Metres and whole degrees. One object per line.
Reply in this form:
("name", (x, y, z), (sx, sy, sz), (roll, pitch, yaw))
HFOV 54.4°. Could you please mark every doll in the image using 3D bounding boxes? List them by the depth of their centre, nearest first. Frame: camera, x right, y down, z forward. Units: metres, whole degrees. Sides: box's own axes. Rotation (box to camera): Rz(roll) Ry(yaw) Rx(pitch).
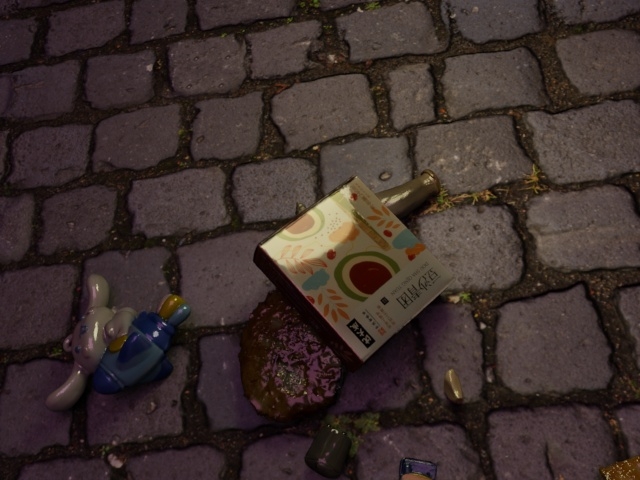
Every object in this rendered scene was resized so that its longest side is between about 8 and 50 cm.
("doll", (-0.537, 0.272, 1.659), (0.366, 0.187, 0.375), (-1, 81, 18))

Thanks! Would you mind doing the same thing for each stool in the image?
("stool", (0.021, 0.507, 1.493), (0.096, 0.096, 0.110), (20, 63, 19))

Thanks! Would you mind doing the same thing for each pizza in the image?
("pizza", (0.703, 0.546, 1.348), (0.197, 0.058, 0.292), (12, 46, 30))

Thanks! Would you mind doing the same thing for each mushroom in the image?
("mushroom", (0.224, -0.114, 1.769), (0.247, 0.108, 0.096), (-26, 103, -1))

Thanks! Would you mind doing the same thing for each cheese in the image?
("cheese", (0.208, 0.633, 1.407), (0.177, 0.069, 0.270), (6, 63, 13))

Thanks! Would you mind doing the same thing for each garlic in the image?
("garlic", (0.329, 0.365, 1.529), (0.041, 0.053, 0.083), (-5, 48, -10))

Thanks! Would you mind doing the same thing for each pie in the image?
("pie", (-0.071, 0.293, 1.612), (0.289, 0.103, 0.354), (5, 68, 13))

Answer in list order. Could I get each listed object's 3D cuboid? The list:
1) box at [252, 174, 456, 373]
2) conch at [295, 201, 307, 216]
("box", (0.084, 0.075, 1.586), (0.345, 0.122, 0.385), (-37, 77, -25))
("conch", (-0.001, -0.008, 1.758), (0.137, 0.114, 0.234), (-45, 99, -4))
